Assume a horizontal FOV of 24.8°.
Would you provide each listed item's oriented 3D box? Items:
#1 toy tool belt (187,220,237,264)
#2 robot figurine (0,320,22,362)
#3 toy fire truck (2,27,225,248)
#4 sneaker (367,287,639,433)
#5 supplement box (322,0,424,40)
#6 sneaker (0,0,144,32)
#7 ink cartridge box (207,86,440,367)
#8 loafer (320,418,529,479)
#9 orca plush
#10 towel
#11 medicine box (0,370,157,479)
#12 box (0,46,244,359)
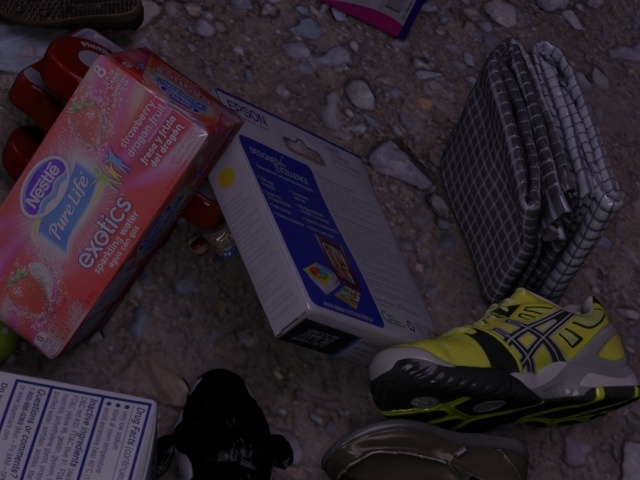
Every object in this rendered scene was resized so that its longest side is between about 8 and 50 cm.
[{"bbox_3d":[-0.115,0.005,1.730,0.083,0.052,0.051,-42,121,-34],"label":"toy tool belt"},{"bbox_3d":[-0.371,0.088,1.553,0.115,0.067,0.101,41,22,11],"label":"robot figurine"},{"bbox_3d":[-0.215,-0.138,1.740,0.302,0.169,0.254,32,30,3],"label":"toy fire truck"},{"bbox_3d":[0.201,0.137,1.677,0.385,0.145,0.147,5,63,-39],"label":"sneaker"},{"bbox_3d":[0.052,-0.398,2.060,0.220,0.111,0.114,25,49,-3],"label":"supplement box"},{"bbox_3d":[-0.321,-0.288,1.865,0.188,0.071,0.066,3,67,1],"label":"sneaker"},{"bbox_3d":[0.000,0.000,1.674,0.304,0.072,0.307,22,36,-52],"label":"ink cartridge box"},{"bbox_3d":[0.124,0.259,1.607,0.251,0.094,0.087,5,49,-19],"label":"loafer"},{"bbox_3d":[-0.112,0.220,1.492,0.151,0.102,0.287,9,39,9],"label":"orca plush"},{"bbox_3d":[0.248,-0.078,1.821,0.121,0.235,0.283,1,54,-17],"label":"towel"},{"bbox_3d":[-0.298,0.245,1.304,0.289,0.263,0.149,11,52,2],"label":"medicine box"},{"bbox_3d":[-0.233,-0.042,1.534,0.142,0.300,0.154,37,16,3],"label":"box"}]
